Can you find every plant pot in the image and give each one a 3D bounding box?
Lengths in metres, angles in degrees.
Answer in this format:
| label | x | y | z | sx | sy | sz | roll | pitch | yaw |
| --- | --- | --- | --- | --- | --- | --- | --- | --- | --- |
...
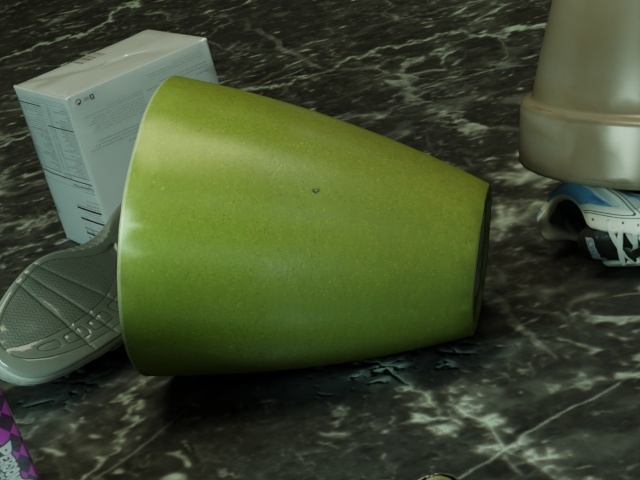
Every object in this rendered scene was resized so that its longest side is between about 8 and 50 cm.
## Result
| label | x | y | z | sx | sy | sz | roll | pitch | yaw |
| --- | --- | --- | --- | --- | --- | --- | --- | --- | --- |
| plant pot | 0.000 | 0.000 | 1.367 | 0.294 | 0.274 | 0.275 | 5 | 27 | 10 |
| plant pot | 0.345 | -0.212 | 1.442 | 0.323 | 0.280 | 0.323 | -3 | 15 | 1 |

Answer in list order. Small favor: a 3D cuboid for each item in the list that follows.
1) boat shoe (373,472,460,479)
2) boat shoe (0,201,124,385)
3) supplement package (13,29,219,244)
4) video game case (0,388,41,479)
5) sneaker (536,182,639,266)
| label | x | y | z | sx | sy | sz | roll | pitch | yaw |
| --- | --- | --- | --- | --- | --- | --- | --- | --- | --- |
| boat shoe | 0.086 | 0.190 | 1.096 | 0.152 | 0.049 | 0.056 | 7 | 32 | 43 |
| boat shoe | -0.228 | 0.058 | 1.555 | 0.118 | 0.103 | 0.320 | 31 | 40 | 6 |
| supplement package | -0.221 | -0.118 | 1.808 | 0.194 | 0.203 | 0.149 | -27 | 25 | -28 |
| video game case | -0.269 | 0.141 | 1.203 | 0.042 | 0.232 | 0.210 | -25 | 25 | -17 |
| sneaker | 0.292 | -0.004 | 1.384 | 0.086 | 0.085 | 0.237 | -42 | 30 | -18 |
